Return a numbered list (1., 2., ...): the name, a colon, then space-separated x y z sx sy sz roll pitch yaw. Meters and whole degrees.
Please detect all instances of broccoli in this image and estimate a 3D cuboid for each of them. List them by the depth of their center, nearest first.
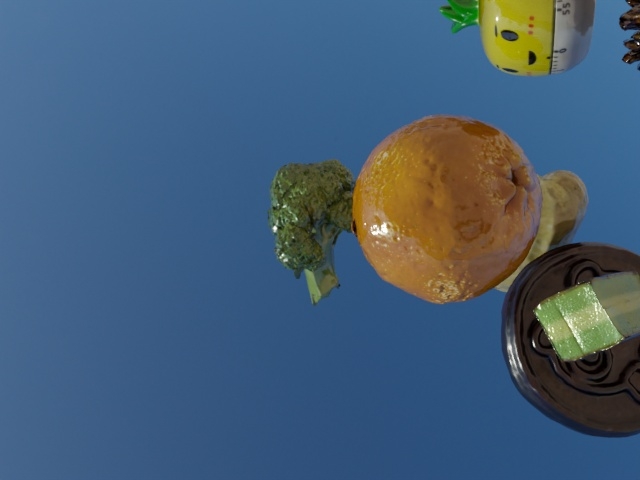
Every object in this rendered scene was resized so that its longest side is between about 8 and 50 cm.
1. broccoli: 0.006 -0.020 1.196 0.186 0.254 0.301 -13 -93 19

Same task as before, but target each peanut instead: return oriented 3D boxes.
1. peanut: 0.503 -0.010 1.394 0.174 0.339 0.158 3 -150 -13

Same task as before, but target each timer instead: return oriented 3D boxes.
1. timer: 0.361 -0.438 1.119 0.286 0.285 0.285 7 -130 -9

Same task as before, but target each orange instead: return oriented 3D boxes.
1. orange: 0.232 -0.061 1.065 0.341 0.293 0.340 11 -110 -32

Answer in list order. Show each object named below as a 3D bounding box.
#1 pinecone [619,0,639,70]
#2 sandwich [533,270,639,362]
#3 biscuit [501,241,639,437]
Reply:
1. pinecone: 0.569 -0.354 0.908 0.222 0.221 0.221 7 -130 -9
2. sandwich: 0.309 0.082 0.658 0.117 0.074 0.074 -4 -117 -41
3. biscuit: 0.581 0.198 1.238 0.408 0.091 0.406 0 -104 -2
